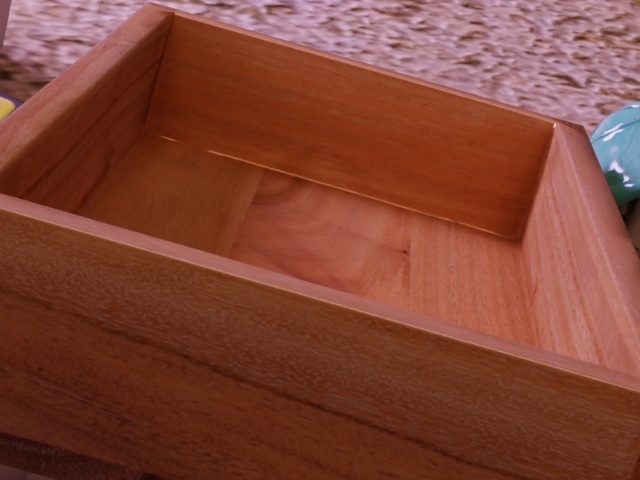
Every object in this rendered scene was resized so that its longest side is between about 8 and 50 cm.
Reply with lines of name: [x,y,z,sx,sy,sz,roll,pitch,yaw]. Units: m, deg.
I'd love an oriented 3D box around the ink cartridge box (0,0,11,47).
ink cartridge box: [-0.214,-0.125,0.916,0.180,0.060,0.104,31,32,24]

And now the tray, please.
tray: [0.000,0.000,0.698,0.203,0.076,0.411,16,14,-1]

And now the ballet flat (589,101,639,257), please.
ballet flat: [0.229,0.016,0.898,0.247,0.083,0.087,20,54,7]

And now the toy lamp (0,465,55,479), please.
toy lamp: [-0.073,0.071,0.641,0.275,0.080,0.080,12,30,-5]

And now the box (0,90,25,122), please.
box: [-0.204,-0.034,0.718,0.207,0.114,0.036,25,31,16]
